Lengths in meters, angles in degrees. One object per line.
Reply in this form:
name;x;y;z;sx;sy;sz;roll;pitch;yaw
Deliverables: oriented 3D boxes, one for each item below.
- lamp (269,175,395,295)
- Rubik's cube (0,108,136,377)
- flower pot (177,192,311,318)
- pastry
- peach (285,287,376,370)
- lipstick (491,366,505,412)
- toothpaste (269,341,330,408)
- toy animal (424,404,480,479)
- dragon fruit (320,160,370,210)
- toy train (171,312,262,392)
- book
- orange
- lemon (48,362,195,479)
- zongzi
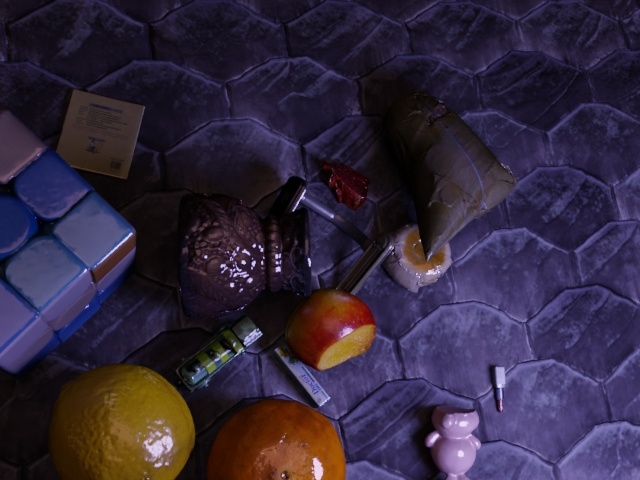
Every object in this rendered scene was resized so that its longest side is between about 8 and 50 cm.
lamp;0.001;0.001;1.750;0.283;0.124;0.203;33;90;-5
Rubik's cube;-0.596;0.023;1.462;0.346;0.347;0.344;42;70;2
flower pot;-0.155;0.029;1.591;0.267;0.266;0.266;-1;74;-5
pastry;0.229;0.035;1.790;0.166;0.088;0.165;3;72;-9
peach;0.026;0.198;1.643;0.192;0.190;0.190;29;70;-2
lipstick;0.421;0.350;1.774;0.025;0.025;0.107;1;79;-13
toothpaste;-0.047;0.298;1.669;0.034;0.046;0.164;-37;85;-24
toy animal;0.290;0.476;1.671;0.124;0.124;0.212;6;82;-11
dragon fruit;0.050;-0.131;1.824;0.131;0.063;0.097;29;37;-4
toy train;-0.223;0.240;1.599;0.200;0.132;0.083;-41;86;-22
book;-0.508;-0.245;1.736;0.168;0.013;0.192;13;71;-10
orange;-0.087;0.463;1.518;0.284;0.226;0.283;2;77;-7
lemon;-0.382;0.374;1.450;0.293;0.293;0.293;4;73;-12
zongzi;0.238;-0.165;1.761;0.356;0.174;0.393;48;48;8
